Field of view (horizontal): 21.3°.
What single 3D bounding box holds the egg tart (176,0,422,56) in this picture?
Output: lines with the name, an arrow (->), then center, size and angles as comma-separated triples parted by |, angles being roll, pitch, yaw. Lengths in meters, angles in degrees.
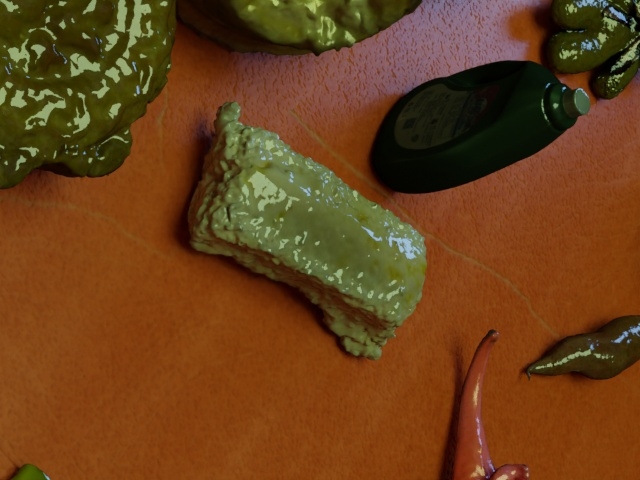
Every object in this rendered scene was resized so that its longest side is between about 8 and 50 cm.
egg tart -> -0.007, -0.241, 1.319 | 0.290, 0.290, 0.115 | 30, 34, -36

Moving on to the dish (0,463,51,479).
dish -> -0.226, 0.272, 1.125 | 0.221, 0.108, 0.262 | 15, 72, -42

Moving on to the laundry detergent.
laundry detergent -> 0.149, -0.110, 1.486 | 0.063, 0.211, 0.137 | 50, 51, -25

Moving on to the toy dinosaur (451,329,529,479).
toy dinosaur -> 0.115, 0.228, 1.509 | 0.139, 0.070, 0.286 | -6, 84, -22

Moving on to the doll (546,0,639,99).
doll -> 0.319, -0.218, 1.755 | 0.209, 0.097, 0.137 | -15, 98, -39

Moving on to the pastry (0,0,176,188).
pastry -> -0.213, -0.157, 1.220 | 0.240, 0.132, 0.235 | -12, 99, -38

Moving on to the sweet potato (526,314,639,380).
sweet potato -> 0.271, 0.111, 1.675 | 0.195, 0.056, 0.056 | -11, 90, -38

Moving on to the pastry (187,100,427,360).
pastry -> -0.004, 0.004, 1.409 | 0.258, 0.089, 0.121 | 37, 71, -30
